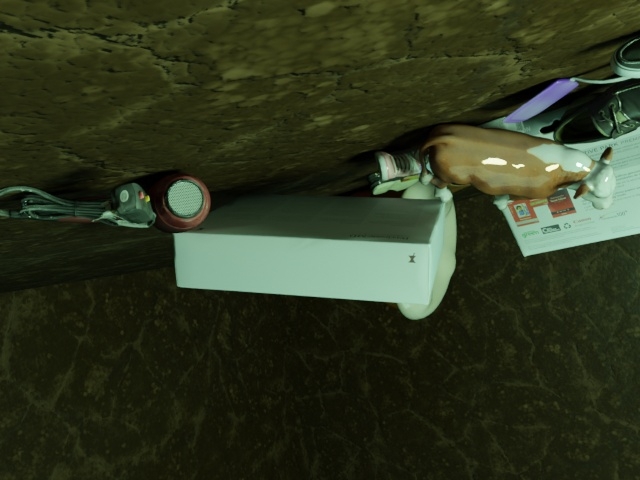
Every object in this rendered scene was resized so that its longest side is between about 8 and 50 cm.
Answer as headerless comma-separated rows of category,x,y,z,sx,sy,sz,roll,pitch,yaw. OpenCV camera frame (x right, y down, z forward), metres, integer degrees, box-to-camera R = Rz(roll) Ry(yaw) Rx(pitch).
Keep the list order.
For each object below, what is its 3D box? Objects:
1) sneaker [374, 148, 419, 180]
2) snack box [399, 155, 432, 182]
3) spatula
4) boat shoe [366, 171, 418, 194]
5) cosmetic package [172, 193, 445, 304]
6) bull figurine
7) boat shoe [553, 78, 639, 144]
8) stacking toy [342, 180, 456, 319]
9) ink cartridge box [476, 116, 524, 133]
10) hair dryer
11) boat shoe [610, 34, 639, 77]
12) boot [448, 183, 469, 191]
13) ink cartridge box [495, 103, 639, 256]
sneaker,0.130,-0.131,1.041,0.070,0.051,0.134,-15,180,10
snack box,0.224,-0.150,1.204,0.141,0.037,0.100,-13,178,1
spatula,0.371,-0.208,0.772,0.296,0.031,0.084,-16,177,41
boat shoe,0.155,-0.129,1.318,0.132,0.042,0.049,-11,156,-37
cosmetic package,0.000,0.000,0.996,0.376,0.098,0.284,3,-166,15
bull figurine,0.293,-0.109,0.969,0.310,0.101,0.188,14,165,-8
boat shoe,0.421,-0.180,0.893,0.073,0.080,0.223,-49,-170,-13
stacking toy,0.077,-0.005,1.570,0.479,0.351,0.350,6,-172,31
ink cartridge box,0.269,-0.173,1.028,0.115,0.029,0.062,-16,176,42
hair dryer,-0.257,-0.055,0.816,0.223,0.080,0.293,3,177,17
boat shoe,0.375,-0.211,0.643,0.142,0.049,0.040,-15,158,12
boot,0.328,-0.142,1.736,0.264,0.096,0.280,0,162,-43
ink cartridge box,0.468,-0.140,1.105,0.309,0.272,0.130,-14,-152,37
